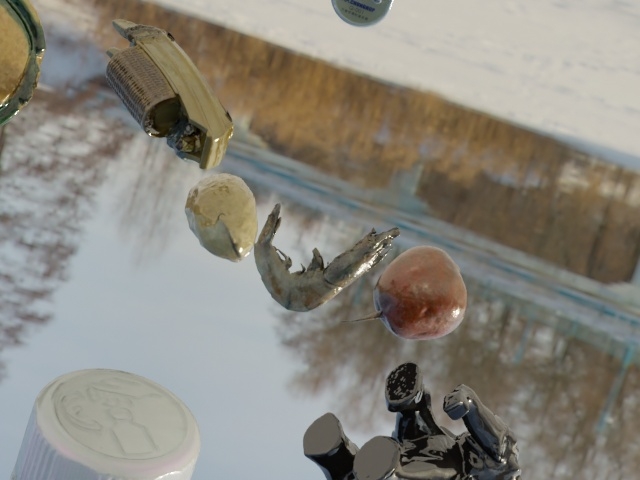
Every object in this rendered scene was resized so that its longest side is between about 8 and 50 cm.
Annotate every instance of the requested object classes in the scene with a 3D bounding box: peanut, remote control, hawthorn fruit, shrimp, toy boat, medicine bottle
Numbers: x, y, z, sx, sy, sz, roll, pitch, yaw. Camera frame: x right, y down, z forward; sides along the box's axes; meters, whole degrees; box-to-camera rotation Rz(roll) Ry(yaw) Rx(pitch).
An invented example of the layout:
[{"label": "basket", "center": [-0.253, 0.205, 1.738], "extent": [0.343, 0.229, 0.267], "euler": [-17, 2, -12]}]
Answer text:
[{"label": "peanut", "center": [-0.214, -0.057, 2.734], "extent": [0.158, 0.174, 0.340], "euler": [16, -178, -8]}, {"label": "remote control", "center": [0.082, -0.394, 1.647], "extent": [0.087, 0.244, 0.047], "euler": [23, -150, 2]}, {"label": "hawthorn fruit", "center": [0.150, 0.098, 1.960], "extent": [0.149, 0.189, 0.149], "euler": [29, 147, 21]}, {"label": "shrimp", "center": [0.000, 0.000, 1.705], "extent": [0.148, 0.195, 0.035], "euler": [56, 179, 3]}, {"label": "toy boat", "center": [-0.234, -0.215, 1.843], "extent": [0.115, 0.089, 0.310], "euler": [-9, -133, -31]}, {"label": "medicine bottle", "center": [-0.258, 0.329, 1.290], "extent": [0.242, 0.395, 0.242], "euler": [13, -150, -7]}]

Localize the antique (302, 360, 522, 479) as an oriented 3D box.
[{"label": "antique", "center": [0.120, 0.328, 1.727], "extent": [0.255, 0.322, 0.185], "euler": [41, -159, -32]}]

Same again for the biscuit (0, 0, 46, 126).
[{"label": "biscuit", "center": [-0.494, -0.229, 1.465], "extent": [0.343, 0.287, 0.057], "euler": [29, 169, -30]}]
